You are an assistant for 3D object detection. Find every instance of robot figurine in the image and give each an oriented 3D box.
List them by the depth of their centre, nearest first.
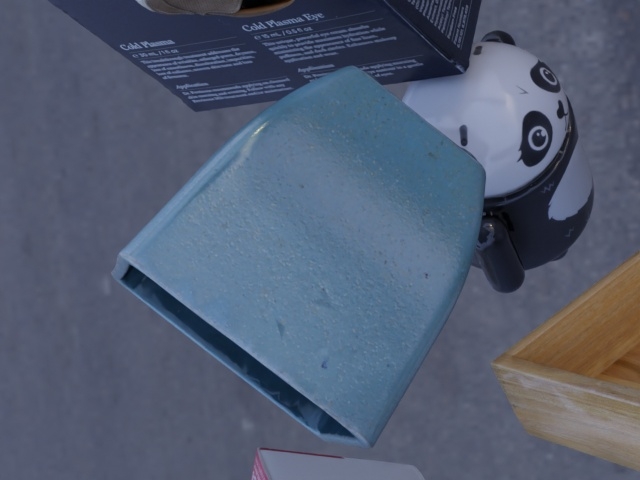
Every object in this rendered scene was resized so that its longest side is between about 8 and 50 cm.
[{"bbox_3d":[0.179,-0.076,1.647,0.209,0.173,0.278,50,175,34],"label":"robot figurine"}]

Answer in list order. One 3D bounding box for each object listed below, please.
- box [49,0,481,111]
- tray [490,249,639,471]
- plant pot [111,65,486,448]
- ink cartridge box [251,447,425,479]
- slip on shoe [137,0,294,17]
[{"bbox_3d":[-0.069,-0.281,1.536,0.343,0.312,0.179,-4,64,38],"label":"box"},{"bbox_3d":[0.307,0.082,1.086,0.076,0.203,0.411,62,160,-18],"label":"tray"},{"bbox_3d":[0.000,0.000,1.412,0.248,0.252,0.247,38,170,-4],"label":"plant pot"},{"bbox_3d":[0.008,0.258,1.196,0.127,0.128,0.176,-130,50,-72],"label":"ink cartridge box"},{"bbox_3d":[-0.068,-0.167,1.094,0.041,0.135,0.051,30,108,29],"label":"slip on shoe"}]
